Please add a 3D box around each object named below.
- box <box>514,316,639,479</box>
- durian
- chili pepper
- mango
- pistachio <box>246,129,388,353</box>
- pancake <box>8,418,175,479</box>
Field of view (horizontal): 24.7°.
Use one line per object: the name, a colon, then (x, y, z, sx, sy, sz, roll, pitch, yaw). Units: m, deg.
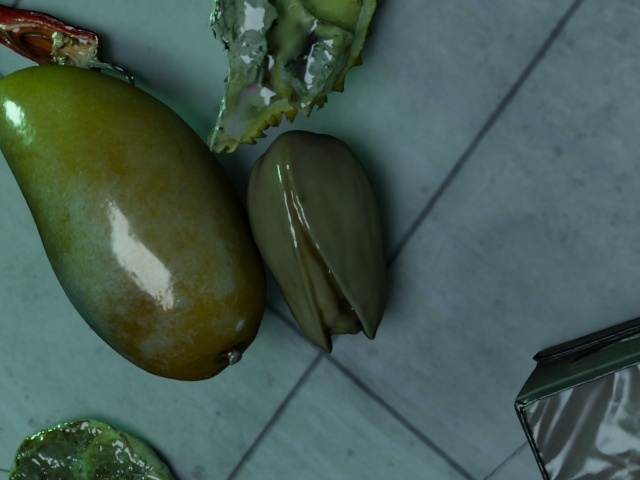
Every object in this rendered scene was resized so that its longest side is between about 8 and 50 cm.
box: (0.320, 0.164, 1.318, 0.252, 0.153, 0.188, -21, 94, 26)
durian: (-0.041, -0.228, 1.378, 0.172, 0.166, 0.306, 15, 109, 18)
chili pepper: (-0.303, -0.215, 1.565, 0.268, 0.050, 0.059, 23, 91, 19)
mango: (-0.194, -0.029, 1.475, 0.384, 0.199, 0.221, 49, 156, 12)
pistachio: (0.000, 0.000, 1.433, 0.136, 0.136, 0.226, -10, 102, 26)
pancake: (-0.260, 0.320, 1.688, 0.253, 0.037, 0.254, 6, 104, 23)
